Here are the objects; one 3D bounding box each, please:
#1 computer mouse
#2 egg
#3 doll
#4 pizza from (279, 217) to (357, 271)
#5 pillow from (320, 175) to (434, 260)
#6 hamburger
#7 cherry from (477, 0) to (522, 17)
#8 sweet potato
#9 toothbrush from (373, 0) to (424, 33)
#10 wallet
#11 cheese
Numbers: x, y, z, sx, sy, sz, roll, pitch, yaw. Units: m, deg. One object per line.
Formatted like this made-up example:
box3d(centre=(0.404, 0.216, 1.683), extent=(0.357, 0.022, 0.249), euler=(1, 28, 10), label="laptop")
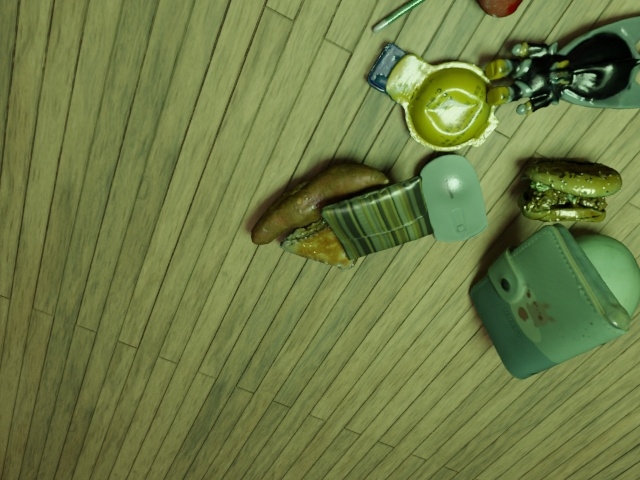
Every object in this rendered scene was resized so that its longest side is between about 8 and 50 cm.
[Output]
box3d(centre=(0.290, -0.083, 0.965), extent=(0.128, 0.079, 0.231), euler=(-19, 120, 19), label="computer mouse")
box3d(centre=(0.581, 0.119, 0.979), extent=(0.203, 0.203, 0.283), euler=(8, 117, 0), label="egg")
box3d(centre=(0.467, -0.301, 0.799), extent=(0.316, 0.103, 0.145), euler=(-7, 76, 1), label="doll")
box3d(centre=(0.000, 0.000, 1.047), extent=(0.195, 0.052, 0.185), euler=(-2, 127, 1), label="pizza")
box3d(centre=(0.130, -0.038, 0.942), extent=(0.212, 0.052, 0.208), euler=(-19, 143, 11), label="pillow")
box3d(centre=(0.488, -0.107, 0.885), extent=(0.177, 0.185, 0.113), euler=(-22, 128, -27), label="hamburger")
box3d(centre=(0.311, -0.445, 0.742), extent=(0.106, 0.087, 0.126), euler=(-47, 135, 5), label="cherry")
box3d(centre=(-0.015, -0.092, 0.970), extent=(0.354, 0.106, 0.095), euler=(-24, 142, 24), label="sweet potato")
box3d(centre=(0.208, -0.451, 0.790), extent=(0.257, 0.018, 0.024), euler=(-28, 111, 19), label="toothbrush")
box3d(centre=(0.449, 0.136, 0.930), extent=(0.083, 0.252, 0.360), euler=(-14, 152, -17), label="wallet")
box3d(centre=(0.224, -0.277, 0.860), extent=(0.270, 0.069, 0.177), euler=(29, 118, -9), label="cheese")
